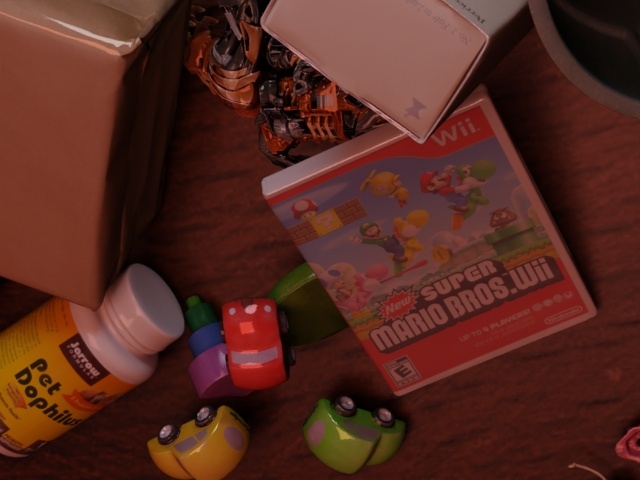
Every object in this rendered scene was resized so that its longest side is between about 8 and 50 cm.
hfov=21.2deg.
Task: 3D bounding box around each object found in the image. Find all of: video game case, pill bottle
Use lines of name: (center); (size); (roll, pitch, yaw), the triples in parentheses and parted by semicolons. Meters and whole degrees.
video game case: (0.101, 0.009, 1.477); (0.204, 0.025, 0.285); (-23, 131, 11)
pill bottle: (-0.238, 0.111, 1.636); (0.215, 0.117, 0.117); (-34, 92, 19)

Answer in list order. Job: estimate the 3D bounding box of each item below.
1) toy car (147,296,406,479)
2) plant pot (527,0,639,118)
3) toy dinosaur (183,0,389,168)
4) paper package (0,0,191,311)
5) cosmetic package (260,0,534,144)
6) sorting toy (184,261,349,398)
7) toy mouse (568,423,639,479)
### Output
toy car: (-0.023, 0.169, 1.575); (0.225, 0.053, 0.239); (18, 128, -18)
plant pot: (0.256, -0.317, 1.254); (0.341, 0.334, 0.341); (-9, 130, -11)
toy dinosaur: (-0.041, -0.175, 1.501); (0.322, 0.164, 0.218); (18, 112, 10)
paper package: (-0.298, -0.136, 1.523); (0.325, 0.168, 0.309); (20, 130, 8)
cosmetic package: (0.100, -0.217, 1.364); (0.160, 0.309, 0.113); (36, 125, 4)
sorting toy: (0.000, 0.000, 1.575); (0.365, 0.127, 0.126); (-40, 61, 22)
toy mouse: (0.299, 0.214, 1.561); (0.143, 0.031, 0.161); (6, 103, 13)
